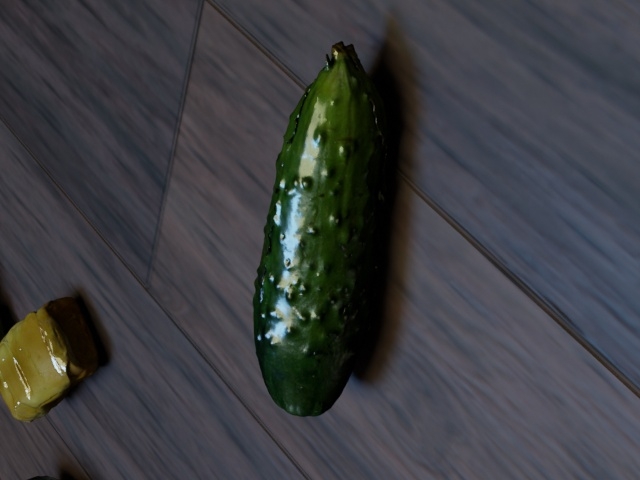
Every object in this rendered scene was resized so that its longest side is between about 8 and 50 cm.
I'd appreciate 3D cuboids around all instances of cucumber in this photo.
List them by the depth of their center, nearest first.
[{"bbox_3d":[0.000,0.000,0.701,0.069,0.069,0.227,35,128,39],"label":"cucumber"}]

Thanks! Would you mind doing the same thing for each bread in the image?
[{"bbox_3d":[-0.228,0.099,1.051,0.132,0.053,0.074,-37,76,51],"label":"bread"}]

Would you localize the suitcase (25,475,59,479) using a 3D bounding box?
[{"bbox_3d":[-0.197,0.345,1.057,0.312,0.128,0.202,26,125,44],"label":"suitcase"}]

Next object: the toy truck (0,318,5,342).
[{"bbox_3d":[-0.374,-0.002,1.145,0.127,0.127,0.257,-14,94,39],"label":"toy truck"}]
